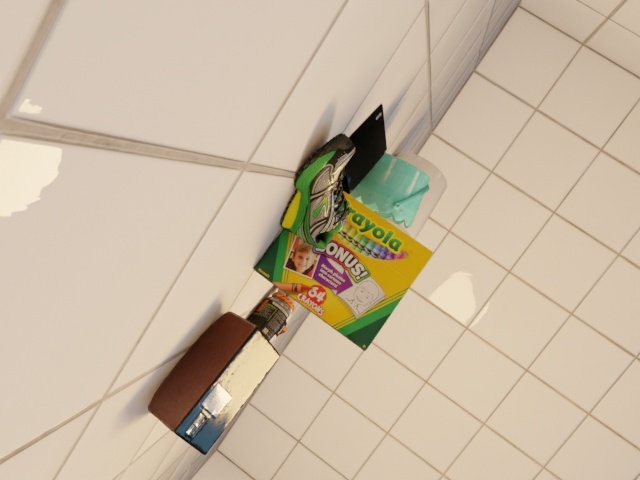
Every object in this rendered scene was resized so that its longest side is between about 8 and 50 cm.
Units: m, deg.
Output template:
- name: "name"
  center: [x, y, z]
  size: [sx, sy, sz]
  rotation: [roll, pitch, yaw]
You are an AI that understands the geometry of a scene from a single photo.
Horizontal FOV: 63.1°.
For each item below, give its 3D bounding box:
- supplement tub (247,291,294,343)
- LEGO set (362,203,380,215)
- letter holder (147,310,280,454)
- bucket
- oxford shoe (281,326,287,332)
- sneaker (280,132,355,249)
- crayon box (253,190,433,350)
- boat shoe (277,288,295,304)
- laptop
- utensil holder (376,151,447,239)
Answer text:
- name: "supplement tub"
  center: [-0.178, 0.275, 1.784]
  size: [0.190, 0.117, 0.117]
  rotation: [-50, 171, -29]
- name: "LEGO set"
  center: [0.155, -0.078, 2.022]
  size: [0.331, 0.192, 0.255]
  rotation: [-53, 172, -16]
- name: "letter holder"
  center: [-0.292, 0.332, 1.318]
  size: [0.302, 0.214, 0.152]
  rotation: [-51, 140, -23]
- name: "bucket"
  center: [0.226, -0.177, 1.769]
  size: [0.183, 0.281, 0.281]
  rotation: [-63, 172, 3]
- name: "oxford shoe"
  center: [-0.203, 0.343, 2.102]
  size: [0.098, 0.097, 0.271]
  rotation: [-36, 162, -11]
- name: "sneaker"
  center: [0.020, -0.111, 1.234]
  size: [0.134, 0.146, 0.344]
  rotation: [-49, 170, -36]
- name: "crayon box"
  center: [0.061, 0.062, 1.402]
  size: [0.313, 0.362, 0.106]
  rotation: [-54, 172, -7]
- name: "boat shoe"
  center: [-0.096, 0.125, 1.799]
  size: [0.302, 0.109, 0.094]
  rotation: [120, -16, -56]
- name: "laptop"
  center: [0.085, -0.244, 1.563]
  size: [0.264, 0.137, 0.234]
  rotation: [-22, -158, 53]
- name: "utensil holder"
  center: [0.386, -0.187, 2.523]
  size: [0.386, 0.327, 0.328]
  rotation: [-56, 173, -13]
